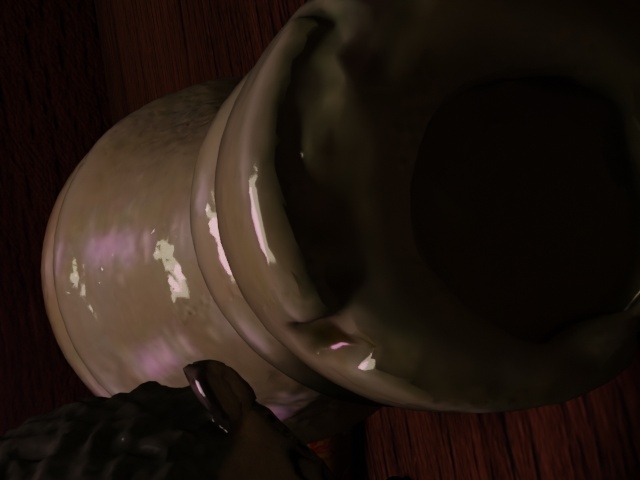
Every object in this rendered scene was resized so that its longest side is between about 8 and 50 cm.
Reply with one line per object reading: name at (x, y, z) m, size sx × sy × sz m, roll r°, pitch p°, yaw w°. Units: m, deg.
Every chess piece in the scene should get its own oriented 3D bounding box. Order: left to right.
chess piece at (0.000, 0.000, 0.694) m, size 0.442 × 0.234 × 0.234 m, roll 161°, pitch 101°, yaw -73°

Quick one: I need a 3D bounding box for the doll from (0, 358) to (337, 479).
doll at (-0.024, 0.216, 0.589) m, size 0.349 × 0.247 × 0.247 m, roll 64°, pitch 174°, yaw -22°

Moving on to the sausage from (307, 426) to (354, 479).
sausage at (-0.006, 0.133, 1.129) m, size 0.082 × 0.082 × 0.371 m, roll -121°, pitch 27°, yaw -60°

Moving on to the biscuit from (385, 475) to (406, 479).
biscuit at (0.029, 0.242, 0.912) m, size 0.235 × 0.063 × 0.151 m, roll -4°, pitch -96°, yaw -66°
